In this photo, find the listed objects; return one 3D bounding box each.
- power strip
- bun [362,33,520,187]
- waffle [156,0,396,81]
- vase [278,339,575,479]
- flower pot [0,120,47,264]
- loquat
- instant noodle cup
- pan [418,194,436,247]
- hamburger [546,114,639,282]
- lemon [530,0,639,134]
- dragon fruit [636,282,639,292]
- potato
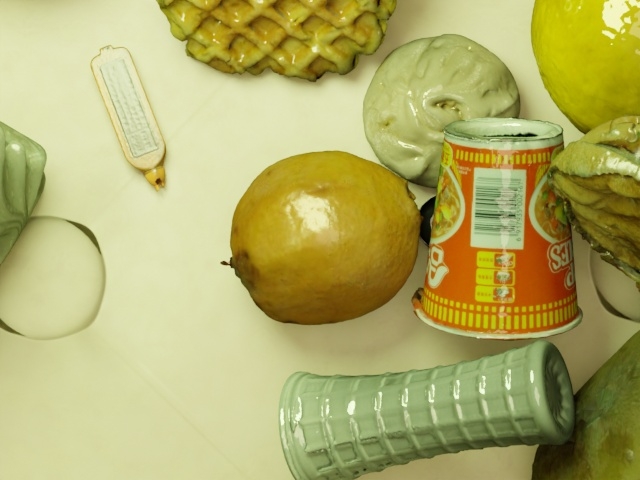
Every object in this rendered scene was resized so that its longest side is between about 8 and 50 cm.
[{"bbox_3d":[-0.216,-0.141,1.860,0.049,0.028,0.178,-21,87,0],"label":"power strip"},{"bbox_3d":[0.135,-0.152,1.820,0.183,0.102,0.183,0,85,1],"label":"bun"},{"bbox_3d":[-0.050,-0.291,1.764,0.281,0.301,0.058,12,47,-11],"label":"waffle"},{"bbox_3d":[0.117,0.188,1.732,0.298,0.143,0.143,-13,87,25],"label":"vase"},{"bbox_3d":[-0.423,-0.030,1.689,0.164,0.367,0.254,29,87,5],"label":"flower pot"},{"bbox_3d":[0.000,0.000,1.783,0.234,0.176,0.187,-15,76,9],"label":"loquat"},{"bbox_3d":[0.194,-0.020,1.744,0.193,0.193,0.212,0,105,1],"label":"instant noodle cup"},{"bbox_3d":[0.122,-0.025,1.853,0.115,0.023,0.068,13,89,5],"label":"pan"},{"bbox_3d":[0.380,-0.031,1.629,0.265,0.285,0.134,26,74,37],"label":"hamburger"},{"bbox_3d":[0.361,-0.228,1.732,0.293,0.293,0.293,0,88,1],"label":"lemon"},{"bbox_3d":[0.450,0.064,1.792,0.150,0.207,0.133,5,101,-42],"label":"dragon fruit"},{"bbox_3d":[0.349,0.219,1.730,0.173,0.210,0.307,26,127,-20],"label":"potato"}]
